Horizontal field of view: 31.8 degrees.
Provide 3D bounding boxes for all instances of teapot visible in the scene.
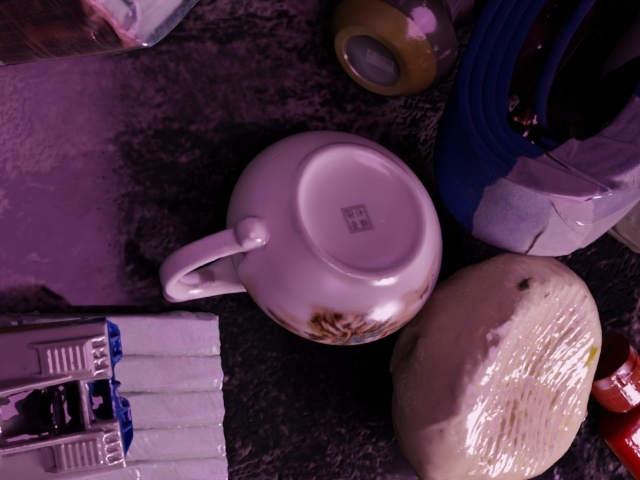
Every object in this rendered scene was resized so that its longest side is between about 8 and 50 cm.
[{"bbox_3d":[0.000,0.000,1.028,0.298,0.139,0.204,-3,71,-26],"label":"teapot"},{"bbox_3d":[0.063,-0.214,1.052,0.165,0.130,0.119,34,61,4],"label":"teapot"}]

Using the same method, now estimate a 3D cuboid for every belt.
[{"bbox_3d":[0.240,-0.150,1.080,0.212,0.117,0.347,26,60,6],"label":"belt"}]

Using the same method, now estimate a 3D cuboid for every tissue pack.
[{"bbox_3d":[-0.142,-0.232,0.816,0.103,0.315,0.228,46,73,-27],"label":"tissue pack"}]

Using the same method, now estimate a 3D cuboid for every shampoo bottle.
[{"bbox_3d":[0.405,0.238,1.309,0.118,0.076,0.314,-47,115,-12],"label":"shampoo bottle"}]

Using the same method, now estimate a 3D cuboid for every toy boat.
[{"bbox_3d":[-0.301,0.141,0.887,0.295,0.088,0.129,-7,99,-8],"label":"toy boat"}]

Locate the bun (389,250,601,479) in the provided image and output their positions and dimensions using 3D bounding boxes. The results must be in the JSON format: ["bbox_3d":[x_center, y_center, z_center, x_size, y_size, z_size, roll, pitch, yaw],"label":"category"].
[{"bbox_3d":[0.158,0.132,1.113,0.259,0.160,0.259,-20,119,-40],"label":"bun"}]

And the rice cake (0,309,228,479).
[{"bbox_3d":[-0.179,0.145,0.998,0.198,0.037,0.189,-8,99,-27],"label":"rice cake"}]

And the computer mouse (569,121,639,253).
[{"bbox_3d":[0.456,-0.052,1.271,0.429,0.145,0.228,28,89,-16],"label":"computer mouse"}]
